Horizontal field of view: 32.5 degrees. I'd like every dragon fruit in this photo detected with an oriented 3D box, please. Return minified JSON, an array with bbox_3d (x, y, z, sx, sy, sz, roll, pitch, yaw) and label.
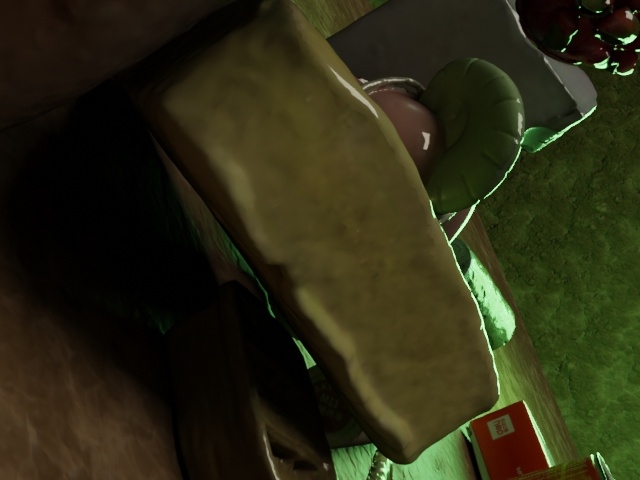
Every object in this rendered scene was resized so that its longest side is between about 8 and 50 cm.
[{"bbox_3d":[0.339,-0.300,1.328,0.273,0.198,0.218,-141,-146,-65],"label":"dragon fruit"}]

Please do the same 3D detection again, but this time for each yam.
[{"bbox_3d":[0.235,0.087,1.800,0.194,0.107,0.107,54,15,-34],"label":"yam"}]

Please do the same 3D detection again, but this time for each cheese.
[{"bbox_3d":[0.001,0.000,0.741,0.384,0.104,0.384,54,-5,7],"label":"cheese"}]

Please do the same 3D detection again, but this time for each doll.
[{"bbox_3d":[0.027,-0.062,0.955,0.216,0.284,0.268,34,7,-36],"label":"doll"}]

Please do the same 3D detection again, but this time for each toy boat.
[{"bbox_3d":[-0.040,0.130,0.699,0.116,0.061,0.188,51,18,-50],"label":"toy boat"}]

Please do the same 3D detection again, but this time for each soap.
[{"bbox_3d":[0.118,-0.138,1.293,0.213,0.350,0.435,56,11,3],"label":"soap"}]

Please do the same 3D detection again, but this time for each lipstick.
[{"bbox_3d":[0.045,0.147,0.988,0.070,0.070,0.254,67,13,15],"label":"lipstick"}]

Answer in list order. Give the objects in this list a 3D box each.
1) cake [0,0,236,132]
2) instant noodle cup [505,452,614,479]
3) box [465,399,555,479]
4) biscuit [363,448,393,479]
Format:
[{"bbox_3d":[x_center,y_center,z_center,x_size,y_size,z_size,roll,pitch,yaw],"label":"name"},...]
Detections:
[{"bbox_3d":[-0.147,-0.196,0.537,0.237,0.230,0.309,62,12,-15],"label":"cake"},{"bbox_3d":[0.281,0.356,1.283,0.213,0.174,0.213,59,13,-23],"label":"instant noodle cup"},{"bbox_3d":[0.278,0.335,1.501,0.133,0.099,0.182,57,12,-39],"label":"box"},{"bbox_3d":[0.036,0.243,0.779,0.231,0.016,0.139,-38,124,-77],"label":"biscuit"}]
